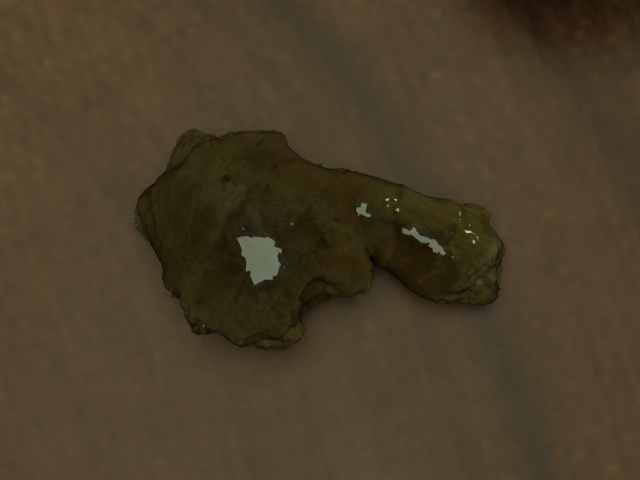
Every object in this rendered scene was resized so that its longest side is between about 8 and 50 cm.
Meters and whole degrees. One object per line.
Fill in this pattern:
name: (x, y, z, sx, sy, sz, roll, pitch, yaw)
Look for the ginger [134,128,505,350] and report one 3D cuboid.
ginger: (-0.003, 0.007, 0.821, 0.165, 0.067, 0.096, 13, 63, 2)
